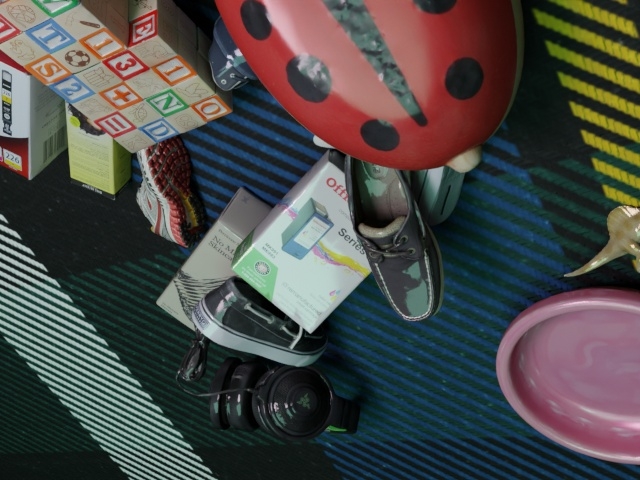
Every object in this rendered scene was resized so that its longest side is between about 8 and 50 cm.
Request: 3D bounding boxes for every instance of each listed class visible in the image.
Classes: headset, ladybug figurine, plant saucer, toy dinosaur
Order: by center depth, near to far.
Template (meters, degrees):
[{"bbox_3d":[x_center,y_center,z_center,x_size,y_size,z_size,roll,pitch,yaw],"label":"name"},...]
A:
[{"bbox_3d":[0.040,-0.257,0.849,0.305,0.162,0.449,-36,98,21],"label":"ladybug figurine"},{"bbox_3d":[0.404,0.000,1.036,0.093,0.053,0.183,41,129,12],"label":"toy dinosaur"},{"bbox_3d":[0.424,0.184,1.152,0.332,0.084,0.332,15,134,16],"label":"plant saucer"},{"bbox_3d":[-0.091,0.246,1.396,0.244,0.185,0.394,-2,159,38],"label":"headset"}]

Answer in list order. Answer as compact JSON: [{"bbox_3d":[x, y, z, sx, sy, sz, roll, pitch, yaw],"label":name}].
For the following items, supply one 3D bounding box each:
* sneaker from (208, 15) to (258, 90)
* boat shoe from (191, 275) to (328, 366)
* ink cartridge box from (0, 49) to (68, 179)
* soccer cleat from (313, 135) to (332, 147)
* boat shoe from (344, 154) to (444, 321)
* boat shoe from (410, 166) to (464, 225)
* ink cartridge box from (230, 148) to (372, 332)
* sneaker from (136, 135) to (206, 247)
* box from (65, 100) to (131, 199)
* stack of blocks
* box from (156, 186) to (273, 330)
[{"bbox_3d":[-0.039,-0.220,1.028,0.226,0.086,0.163,49,123,-4],"label":"sneaker"},{"bbox_3d":[-0.066,0.116,1.270,0.105,0.113,0.306,-46,141,16],"label":"boat shoe"},{"bbox_3d":[-0.529,-0.285,1.209,0.310,0.130,0.271,25,134,6],"label":"ink cartridge box"},{"bbox_3d":[0.025,-0.138,1.112,0.083,0.035,0.029,2,129,26],"label":"soccer cleat"},{"bbox_3d":[0.085,-0.021,1.029,0.103,0.092,0.285,-9,103,23],"label":"boat shoe"},{"bbox_3d":[0.151,-0.116,1.032,0.076,0.083,0.226,46,141,27],"label":"boat shoe"},{"bbox_3d":[0.000,0.000,1.146,0.154,0.093,0.212,41,104,-11],"label":"ink cartridge box"},{"bbox_3d":[-0.258,-0.085,1.271,0.093,0.088,0.225,12,131,25],"label":"sneaker"},{"bbox_3d":[-0.346,-0.176,1.258,0.087,0.058,0.232,21,135,10],"label":"box"},{"bbox_3d":[-0.261,-0.245,1.014,0.171,0.087,0.297,-19,148,21],"label":"stack of blocks"},{"bbox_3d":[-0.161,0.042,1.325,0.113,0.094,0.275,35,136,-6],"label":"box"}]
